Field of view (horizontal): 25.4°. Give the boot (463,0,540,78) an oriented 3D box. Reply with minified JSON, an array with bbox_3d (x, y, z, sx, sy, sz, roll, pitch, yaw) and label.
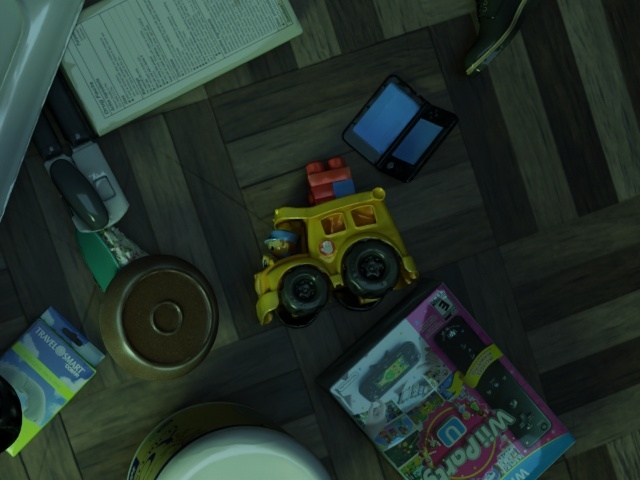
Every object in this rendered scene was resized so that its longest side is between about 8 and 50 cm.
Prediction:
[{"bbox_3d":[0.225,-0.341,2.017,0.137,0.077,0.198,37,70,-7],"label":"boot"}]

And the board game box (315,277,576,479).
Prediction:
[{"bbox_3d":[0.177,0.239,2.002,0.224,0.097,0.303,-42,101,-8],"label":"board game box"}]

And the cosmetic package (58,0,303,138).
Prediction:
[{"bbox_3d":[-0.198,-0.274,1.894,0.309,0.113,0.160,-27,97,-10],"label":"cosmetic package"}]

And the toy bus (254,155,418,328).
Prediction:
[{"bbox_3d":[0.000,0.000,1.939,0.220,0.149,0.211,-16,82,-10],"label":"toy bus"}]

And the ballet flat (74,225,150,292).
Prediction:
[{"bbox_3d":[-0.249,0.063,1.917,0.077,0.091,0.241,-36,105,-40],"label":"ballet flat"}]

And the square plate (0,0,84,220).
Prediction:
[{"bbox_3d":[-0.514,-0.215,1.788,0.347,0.049,0.344,19,84,7],"label":"square plate"}]

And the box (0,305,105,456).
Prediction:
[{"bbox_3d":[-0.385,0.187,1.898,0.109,0.042,0.178,45,83,-11],"label":"box"}]

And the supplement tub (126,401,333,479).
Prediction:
[{"bbox_3d":[-0.122,0.335,1.814,0.241,0.331,0.241,0,91,-14],"label":"supplement tub"}]

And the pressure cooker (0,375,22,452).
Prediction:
[{"bbox_3d":[-0.561,0.219,1.644,0.420,0.370,0.375,1,114,-19],"label":"pressure cooker"}]

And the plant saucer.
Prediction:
[{"bbox_3d":[-0.206,0.101,1.867,0.168,0.029,0.168,2,85,-27],"label":"plant saucer"}]

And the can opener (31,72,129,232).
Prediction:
[{"bbox_3d":[-0.339,-0.141,1.843,0.076,0.095,0.283,-27,84,-11],"label":"can opener"}]

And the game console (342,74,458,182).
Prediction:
[{"bbox_3d":[0.112,-0.157,1.991,0.122,0.107,0.071,-52,129,-7],"label":"game console"}]
